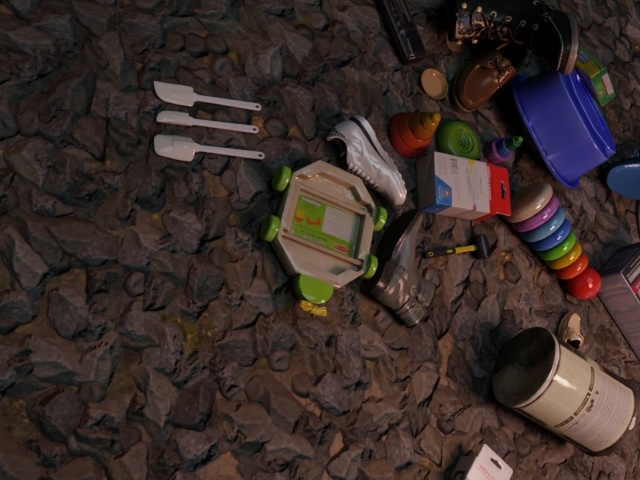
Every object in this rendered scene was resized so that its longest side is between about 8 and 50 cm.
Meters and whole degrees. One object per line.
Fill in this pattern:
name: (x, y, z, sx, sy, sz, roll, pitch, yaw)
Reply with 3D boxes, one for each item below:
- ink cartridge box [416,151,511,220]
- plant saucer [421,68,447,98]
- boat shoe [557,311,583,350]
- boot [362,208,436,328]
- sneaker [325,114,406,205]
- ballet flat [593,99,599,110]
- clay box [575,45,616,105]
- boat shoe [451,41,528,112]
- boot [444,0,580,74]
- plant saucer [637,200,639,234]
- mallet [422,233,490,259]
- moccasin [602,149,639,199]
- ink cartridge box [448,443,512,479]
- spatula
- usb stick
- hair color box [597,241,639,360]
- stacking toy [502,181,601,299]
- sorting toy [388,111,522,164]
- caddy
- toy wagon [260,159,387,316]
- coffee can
ink cartridge box: (0.351, -0.126, 1.849, 0.231, 0.078, 0.134, 9, 72, -27)
plant saucer: (0.288, -0.398, 1.932, 0.083, 0.015, 0.083, 9, 71, -28)
boat shoe: (0.634, 0.256, 1.906, 0.063, 0.059, 0.170, 32, 62, -18)
boot: (0.203, 0.064, 1.719, 0.161, 0.083, 0.246, 38, 66, -23)
sneaker: (0.107, -0.170, 1.731, 0.095, 0.090, 0.235, -35, 90, -20)
ballet flat: (0.753, -0.334, 2.127, 0.247, 0.083, 0.087, 68, 17, 1)
clay box: (0.720, -0.482, 2.092, 0.127, 0.053, 0.222, 43, 16, -46)
boat shoe: (0.453, -0.455, 1.990, 0.111, 0.104, 0.307, 46, 59, -10)
boot: (0.475, -0.533, 1.901, 0.284, 0.138, 0.377, 0, 43, -2)
plant saucer: (1.115, -0.031, 2.245, 0.400, 0.100, 0.400, 8, 72, -27)
mallet: (0.331, 0.033, 1.820, 0.190, 0.039, 0.062, -15, 86, -27)
moccasin: (0.971, -0.188, 2.183, 0.342, 0.137, 0.117, 3, 34, -9)
ink cartridge box: (0.334, 0.546, 1.647, 0.104, 0.060, 0.180, 45, 59, -10)
spatula: (-0.232, -0.241, 1.590, 0.242, 0.019, 0.168, 5, 68, -29)
usb stick: (0.191, -0.580, 1.915, 0.077, 0.045, 0.278, -19, 86, -26)
hair color box: (0.909, 0.206, 2.047, 0.185, 0.113, 0.374, -36, 95, -33)
stacking toy: (0.611, 0.014, 1.932, 0.330, 0.141, 0.141, 50, 58, -13)
sorting toy: (0.352, -0.261, 1.863, 0.365, 0.126, 0.127, 7, 72, -27)
caddy: (0.630, -0.305, 2.008, 0.241, 0.179, 0.341, -26, 89, -55)
toy wagon: (0.000, 0.000, 1.619, 0.267, 0.068, 0.344, 22, 66, -22)
coffee can: (0.569, 0.352, 1.756, 0.275, 0.201, 0.201, 32, 62, -18)
